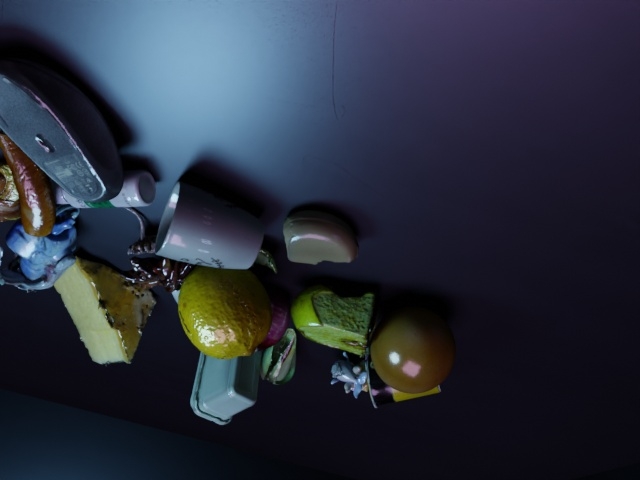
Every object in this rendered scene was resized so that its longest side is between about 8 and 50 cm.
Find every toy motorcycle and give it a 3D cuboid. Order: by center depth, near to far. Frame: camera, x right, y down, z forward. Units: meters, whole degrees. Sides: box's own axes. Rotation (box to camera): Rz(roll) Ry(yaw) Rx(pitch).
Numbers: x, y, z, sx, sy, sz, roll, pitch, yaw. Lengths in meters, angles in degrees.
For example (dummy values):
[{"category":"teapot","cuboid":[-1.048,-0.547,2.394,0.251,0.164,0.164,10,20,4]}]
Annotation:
[{"category":"toy motorcycle","cuboid":[-0.775,0.032,1.536,0.182,0.241,0.319,26,140,-10]}]

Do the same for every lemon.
[{"category":"lemon","cuboid":[-0.267,0.184,1.559,0.258,0.310,0.258,-26,172,-4]}]

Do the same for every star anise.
[{"category":"star anise","cuboid":[-0.521,-0.058,1.535,0.148,0.218,0.227,9,112,56]},{"category":"star anise","cuboid":[-0.446,0.111,1.616,0.272,0.103,0.272,-10,159,-4]}]

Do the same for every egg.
[{"category":"egg","cuboid":[0.274,0.333,1.671,0.250,0.250,0.322,8,150,3]}]

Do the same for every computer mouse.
[{"category":"computer mouse","cuboid":[-0.572,-0.243,1.214,0.203,0.114,0.374,-8,132,27]}]

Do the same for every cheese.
[{"category":"cheese","cuboid":[0.000,0.000,1.421,0.202,0.091,0.175,10,146,1]}]

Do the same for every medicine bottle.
[{"category":"medicine bottle","cuboid":[-0.545,-0.127,1.380,0.260,0.095,0.095,1,143,15]}]

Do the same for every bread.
[{"category":"bread","cuboid":[-0.729,0.241,1.792,0.248,0.279,0.315,-11,151,37]}]

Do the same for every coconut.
[{"category":"coconut","cuboid":[-0.185,0.042,1.544,0.158,0.055,0.133,29,166,-8]}]

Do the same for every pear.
[{"category":"pear","cuboid":[0.041,0.232,1.677,0.255,0.164,0.238,11,155,8]}]

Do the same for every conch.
[{"category":"conch","cuboid":[-0.151,0.428,1.990,0.143,0.137,0.250,-14,153,-17]}]

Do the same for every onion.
[{"category":"onion","cuboid":[-0.189,0.256,1.748,0.207,0.201,0.200,-11,139,18]}]

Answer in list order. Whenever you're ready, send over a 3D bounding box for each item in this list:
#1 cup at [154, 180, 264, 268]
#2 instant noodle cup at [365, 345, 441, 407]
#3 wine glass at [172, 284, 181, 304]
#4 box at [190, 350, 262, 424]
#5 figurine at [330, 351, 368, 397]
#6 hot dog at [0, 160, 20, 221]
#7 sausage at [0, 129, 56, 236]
[{"category":"cup","cuboid":[-0.288,-0.023,1.419,0.234,0.186,0.258,19,173,-25]},{"category":"instant noodle cup","cuboid":[0.282,0.450,1.894,0.236,0.215,0.215,-10,140,12]},{"category":"wine glass","cuboid":[-0.432,0.213,1.841,0.074,0.074,0.262,1,142,13]},{"category":"box","cuboid":[-0.313,0.463,1.958,0.182,0.312,0.175,-29,129,32]},{"category":"figurine","cuboid":[0.124,0.491,2.010,0.183,0.128,0.208,23,-177,-18]},{"category":"hot dog","cuboid":[-0.852,-0.111,1.477,0.123,0.093,0.261,18,143,-11]},{"category":"sausage","cuboid":[-0.692,-0.137,1.326,0.103,0.076,0.302,20,126,32]}]
